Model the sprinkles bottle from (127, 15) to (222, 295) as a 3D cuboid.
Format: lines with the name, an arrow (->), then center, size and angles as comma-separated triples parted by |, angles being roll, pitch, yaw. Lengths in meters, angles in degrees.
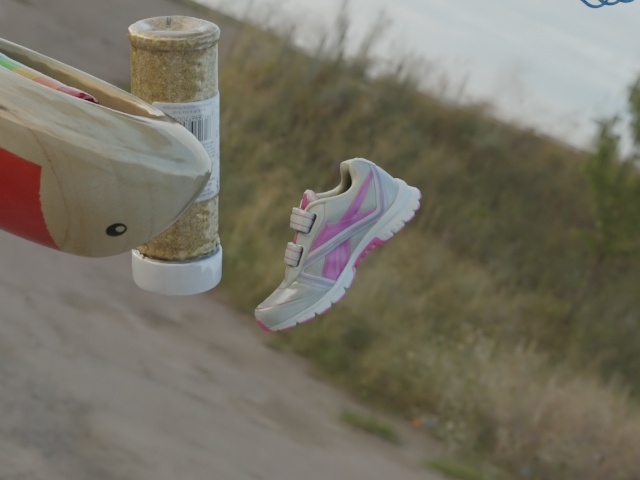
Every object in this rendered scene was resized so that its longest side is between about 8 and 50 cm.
sprinkles bottle -> -0.189, -0.110, 2.298 | 0.121, 0.355, 0.121 | 1, 21, 0

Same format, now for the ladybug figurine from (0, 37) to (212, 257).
ladybug figurine -> -0.326, -0.110, 1.849 | 0.449, 0.162, 0.305 | 26, 11, 26

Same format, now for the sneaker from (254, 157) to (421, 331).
sneaker -> 0.000, 0.000, 2.104 | 0.111, 0.252, 0.103 | 44, -11, -14

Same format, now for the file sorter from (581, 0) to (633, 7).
file sorter -> 0.326, -0.327, 1.915 | 0.118, 0.104, 0.170 | 39, -8, -14
